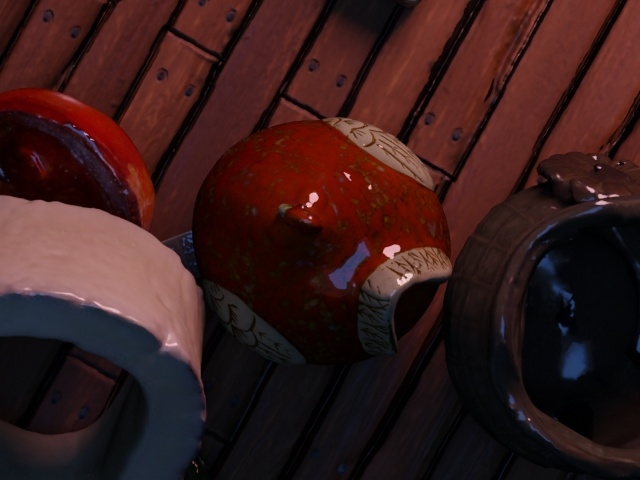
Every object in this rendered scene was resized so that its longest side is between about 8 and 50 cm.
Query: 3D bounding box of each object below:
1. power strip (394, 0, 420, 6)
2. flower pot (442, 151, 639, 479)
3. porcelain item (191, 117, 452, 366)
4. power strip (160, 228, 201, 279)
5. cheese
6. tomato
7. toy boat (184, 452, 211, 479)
[{"bbox_3d":[0.121,-0.368,1.736,0.093,0.053,0.288,29,91,0],"label":"power strip"},{"bbox_3d":[0.264,0.067,1.659,0.301,0.213,0.302,-1,95,-12],"label":"flower pot"},{"bbox_3d":[0.000,0.000,1.660,0.252,0.253,0.253,0,92,-1],"label":"porcelain item"},{"bbox_3d":[-0.148,0.024,1.765,0.136,0.019,0.051,-21,94,0],"label":"power strip"},{"bbox_3d":[-0.258,0.134,1.630,0.292,0.153,0.332,12,124,-13],"label":"cheese"},{"bbox_3d":[-0.244,-0.044,1.704,0.200,0.139,0.233,30,125,4],"label":"tomato"},{"bbox_3d":[-0.153,0.289,1.735,0.104,0.052,0.210,-4,67,19],"label":"toy boat"}]
